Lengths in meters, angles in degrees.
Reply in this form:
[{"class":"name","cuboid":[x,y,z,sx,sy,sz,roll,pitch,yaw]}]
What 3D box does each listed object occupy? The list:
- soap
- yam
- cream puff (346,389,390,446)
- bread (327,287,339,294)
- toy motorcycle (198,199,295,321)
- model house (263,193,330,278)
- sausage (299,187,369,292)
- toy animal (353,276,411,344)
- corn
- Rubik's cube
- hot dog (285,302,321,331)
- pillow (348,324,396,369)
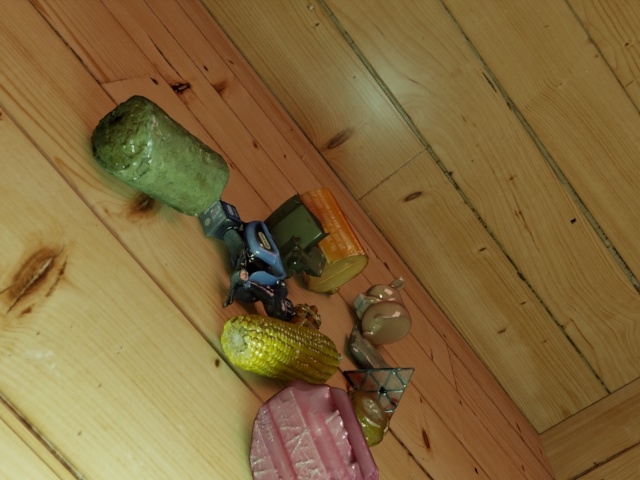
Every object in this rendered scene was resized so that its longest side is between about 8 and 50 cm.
[{"class":"soap","cuboid":[-0.016,0.420,1.170,0.127,0.220,0.325,49,12,-53]},{"class":"yam","cuboid":[-0.372,-0.192,1.492,0.300,0.195,0.195,36,23,-52]},{"class":"cream puff","cuboid":[0.097,0.459,1.611,0.165,0.115,0.150,20,28,-49]},{"class":"bread","cuboid":[0.021,0.145,2.218,0.103,0.049,0.062,51,7,-7]},{"class":"toy motorcycle","cuboid":[-0.185,0.063,1.644,0.212,0.125,0.359,24,30,-47]},{"class":"model house","cuboid":[-0.066,0.035,1.868,0.204,0.211,0.243,44,13,-28]},{"class":"sausage","cuboid":[0.000,0.000,2.138,0.233,0.233,0.287,27,32,-60]},{"class":"toy animal","cuboid":[0.220,0.265,2.338,0.212,0.195,0.256,18,31,-27]},{"class":"corn","cuboid":[-0.086,0.257,1.472,0.387,0.144,0.144,25,32,-52]},{"class":"Rubik's cube","cuboid":[0.192,0.454,1.953,0.178,0.211,0.191,-28,117,-75]},{"class":"hot dog","cuboid":[-0.047,0.239,1.753,0.109,0.072,0.269,54,16,-9]},{"class":"pillow","cuboid":[0.173,0.402,2.088,0.255,0.059,0.169,49,20,-12]}]
